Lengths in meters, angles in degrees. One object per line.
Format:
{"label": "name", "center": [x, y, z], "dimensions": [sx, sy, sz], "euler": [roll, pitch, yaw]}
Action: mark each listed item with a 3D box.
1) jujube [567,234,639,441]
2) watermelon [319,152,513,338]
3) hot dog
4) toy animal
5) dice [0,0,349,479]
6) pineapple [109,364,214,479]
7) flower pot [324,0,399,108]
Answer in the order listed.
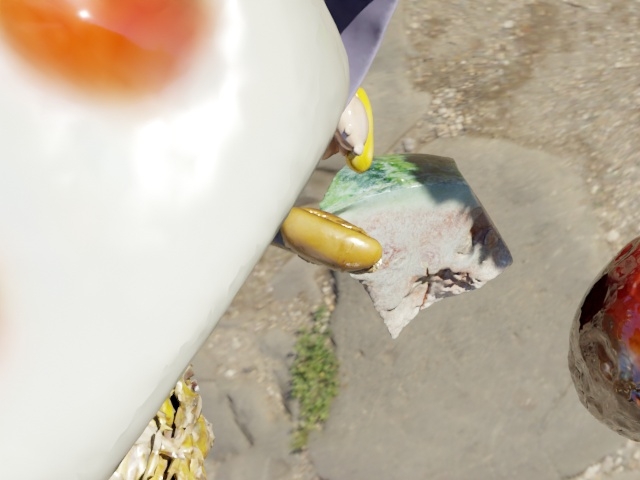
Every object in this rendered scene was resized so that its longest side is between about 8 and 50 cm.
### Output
{"label": "jujube", "center": [0.374, 0.108, 1.197], "dimensions": [0.223, 0.318, 0.223], "euler": [0, 69, 0]}
{"label": "watermelon", "center": [0.120, -0.017, 1.478], "dimensions": [0.193, 0.310, 0.232], "euler": [-31, 79, 10]}
{"label": "hot dog", "center": [0.000, 0.000, 1.201], "dimensions": [0.140, 0.090, 0.060], "euler": [26, 96, 7]}
{"label": "toy animal", "center": [0.014, -0.115, 1.203], "dimensions": [0.081, 0.114, 0.091], "euler": [-4, 102, 8]}
{"label": "dice", "center": [-0.188, -0.035, 0.450], "dimensions": [0.304, 0.304, 0.277], "euler": [36, 75, -7]}
{"label": "pineapple", "center": [-0.258, 0.161, 0.812], "dimensions": [0.300, 0.352, 0.352], "euler": [-22, 91, 49]}
{"label": "flower pot", "center": [-0.093, -0.199, 0.875], "dimensions": [0.243, 0.265, 0.265], "euler": [34, 112, 10]}
